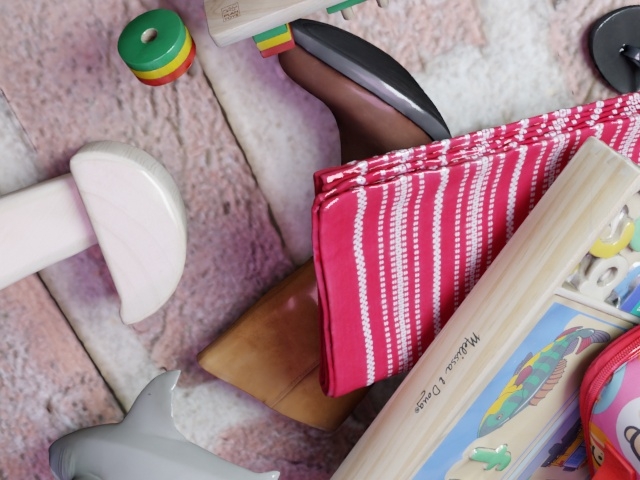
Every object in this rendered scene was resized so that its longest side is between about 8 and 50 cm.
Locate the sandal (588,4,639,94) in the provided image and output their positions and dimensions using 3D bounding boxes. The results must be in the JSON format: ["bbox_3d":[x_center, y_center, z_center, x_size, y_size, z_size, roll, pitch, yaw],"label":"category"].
[{"bbox_3d":[0.280,-0.114,0.689,0.179,0.040,0.067,38,105,-18],"label":"sandal"}]

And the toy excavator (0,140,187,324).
[{"bbox_3d":[-0.334,0.131,0.667,0.433,0.222,0.445,6,103,-9],"label":"toy excavator"}]

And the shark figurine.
[{"bbox_3d":[-0.098,0.164,0.704,0.278,0.166,0.116,8,77,8],"label":"shark figurine"}]

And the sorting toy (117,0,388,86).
[{"bbox_3d":[-0.004,-0.193,0.596,0.275,0.132,0.046,-19,147,9],"label":"sorting toy"}]

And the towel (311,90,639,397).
[{"bbox_3d":[0.121,0.007,0.644,0.275,0.031,0.198,-16,130,-16],"label":"towel"}]

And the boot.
[{"bbox_3d":[0.000,0.000,0.701,0.264,0.096,0.280,34,112,-30],"label":"boot"}]

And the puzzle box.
[{"bbox_3d":[0.172,0.136,0.715,0.272,0.052,0.409,18,113,-43],"label":"puzzle box"}]

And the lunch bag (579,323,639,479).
[{"bbox_3d":[0.310,0.158,0.700,0.258,0.120,0.293,-31,136,-7],"label":"lunch bag"}]
